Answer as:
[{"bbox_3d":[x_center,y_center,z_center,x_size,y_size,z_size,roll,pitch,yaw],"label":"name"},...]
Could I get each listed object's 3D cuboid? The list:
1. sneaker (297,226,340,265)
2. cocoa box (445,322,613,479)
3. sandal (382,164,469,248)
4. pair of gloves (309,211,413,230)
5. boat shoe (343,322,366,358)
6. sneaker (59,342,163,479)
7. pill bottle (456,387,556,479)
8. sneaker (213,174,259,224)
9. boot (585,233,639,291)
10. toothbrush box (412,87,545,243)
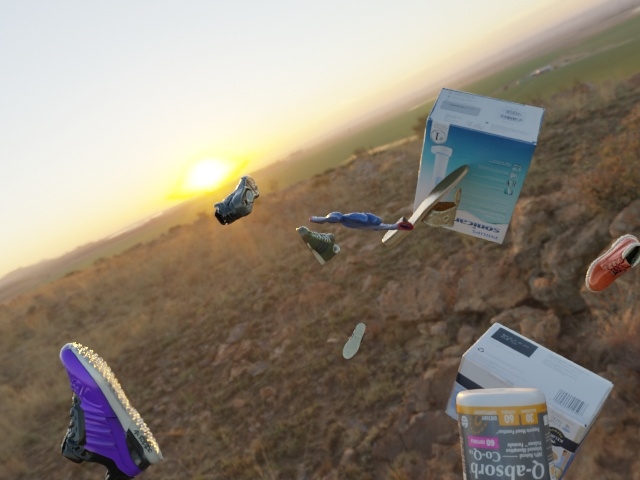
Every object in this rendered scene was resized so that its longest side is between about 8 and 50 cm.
[{"bbox_3d":[0.000,0.000,1.687,0.086,0.192,0.064,-33,52,1],"label":"sneaker"},{"bbox_3d":[0.567,0.439,1.539,0.347,0.228,0.231,28,35,32],"label":"cocoa box"},{"bbox_3d":[0.240,-0.051,1.153,0.240,0.079,0.088,-44,8,25],"label":"sandal"},{"bbox_3d":[0.078,-0.038,1.093,0.159,0.023,0.198,2,-4,41],"label":"pair of gloves"},{"bbox_3d":[0.123,0.355,1.956,0.137,0.049,0.043,-63,-15,-10],"label":"boat shoe"},{"bbox_3d":[-0.436,0.341,1.053,0.146,0.293,0.102,-33,7,-16],"label":"sneaker"},{"bbox_3d":[0.339,0.413,1.003,0.162,0.278,0.162,-3,-12,-1],"label":"pill bottle"},{"bbox_3d":[-0.268,-0.127,1.752,0.130,0.087,0.227,-25,27,20],"label":"sneaker"},{"bbox_3d":[0.672,0.059,1.267,0.158,0.059,0.084,-57,-2,16],"label":"boot"},{"bbox_3d":[0.333,-0.155,1.207,0.216,0.295,0.126,17,51,17],"label":"toothbrush box"}]
